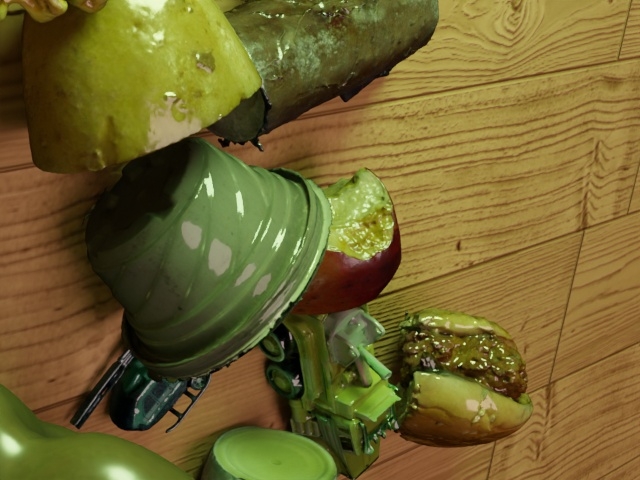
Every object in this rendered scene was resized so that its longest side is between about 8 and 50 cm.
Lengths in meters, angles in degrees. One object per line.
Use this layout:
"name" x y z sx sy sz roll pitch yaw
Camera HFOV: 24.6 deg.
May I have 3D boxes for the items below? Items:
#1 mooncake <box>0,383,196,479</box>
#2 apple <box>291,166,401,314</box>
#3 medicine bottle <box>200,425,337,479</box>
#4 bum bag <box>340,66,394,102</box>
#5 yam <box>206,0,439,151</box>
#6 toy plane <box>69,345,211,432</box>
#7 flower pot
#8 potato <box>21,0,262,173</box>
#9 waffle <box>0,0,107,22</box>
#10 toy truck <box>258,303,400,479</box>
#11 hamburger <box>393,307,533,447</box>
"mooncake" -0.239 0.253 1.093 0.262 0.467 0.467 -63 145 -12
"apple" -0.002 0.006 1.493 0.158 0.156 0.147 -20 130 -10
"medicine bottle" -0.062 0.294 1.585 0.147 0.147 0.143 -14 122 -48
"bum bag" 0.049 -0.190 1.537 0.124 0.034 0.057 -34 125 -37
"yam" -0.012 -0.185 1.391 0.280 0.131 0.131 -32 133 -42
"toy plane" -0.148 0.105 1.446 0.235 0.060 0.096 -53 130 -10
"flower pot" -0.117 -0.002 1.310 0.140 0.235 0.235 44 73 -28
"potato" -0.165 -0.162 1.181 0.204 0.178 0.158 -27 115 -14
"waffle" -0.223 -0.250 1.059 0.160 0.055 0.211 -46 114 -24
"toy truck" 0.026 0.168 1.636 0.128 0.135 0.259 -37 139 -33
"hamburger" 0.166 0.169 1.757 0.282 0.245 0.155 19 75 -41
